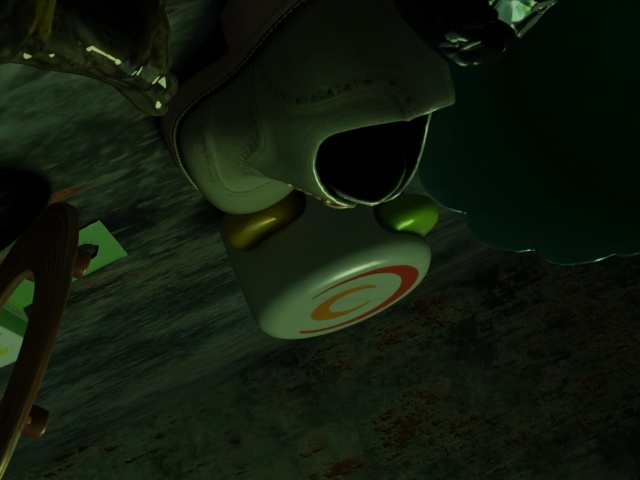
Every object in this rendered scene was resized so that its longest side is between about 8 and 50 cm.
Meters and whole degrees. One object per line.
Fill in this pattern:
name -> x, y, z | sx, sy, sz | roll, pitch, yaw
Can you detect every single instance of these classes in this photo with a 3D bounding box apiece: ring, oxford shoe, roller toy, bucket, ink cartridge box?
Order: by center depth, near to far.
oxford shoe -> -0.015, -0.073, 1.000 | 0.141, 0.146, 0.397 | -24, 171, -17
bucket -> 0.209, -0.126, 1.002 | 0.281, 0.281, 0.183 | -33, 172, 35
ring -> -0.253, 0.128, 1.080 | 0.032, 0.336, 0.336 | 24, 146, -21
ink cartridge box -> -0.289, 0.069, 1.325 | 0.235, 0.056, 0.171 | -24, 170, -4
roller toy -> 0.000, 0.000, 1.444 | 0.209, 0.146, 0.191 | -17, 159, -18

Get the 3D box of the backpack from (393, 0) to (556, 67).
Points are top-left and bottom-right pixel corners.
backpack -> 0.101, -0.196, 0.730 | 0.182, 0.152, 0.115 | -44, 170, 22

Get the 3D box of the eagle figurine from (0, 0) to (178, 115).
eagle figurine -> -0.018, -0.178, 0.456 | 0.298, 0.225, 0.226 | -59, -153, 12
